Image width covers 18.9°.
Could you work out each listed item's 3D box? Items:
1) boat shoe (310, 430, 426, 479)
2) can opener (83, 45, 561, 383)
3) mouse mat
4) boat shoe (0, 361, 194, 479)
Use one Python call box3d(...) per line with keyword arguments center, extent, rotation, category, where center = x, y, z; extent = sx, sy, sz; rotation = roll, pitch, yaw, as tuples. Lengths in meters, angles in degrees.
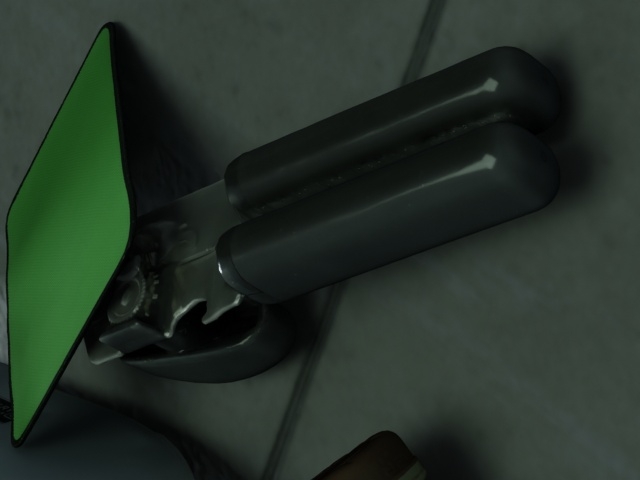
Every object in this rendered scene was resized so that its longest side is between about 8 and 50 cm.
box3d(center=(-0.022, 0.186, 0.889), extent=(0.095, 0.095, 0.257), rotation=(51, 138, 3), category="boat shoe")
box3d(center=(0.000, 0.000, 0.873), extent=(0.283, 0.095, 0.076), rotation=(-20, 52, 37), category="can opener")
box3d(center=(-0.131, -0.006, 0.982), extent=(0.152, 0.007, 0.189), rotation=(-58, 29, 32), category="mouse mat")
box3d(center=(-0.159, 0.145, 1.005), extent=(0.306, 0.113, 0.105), rotation=(16, 115, 49), category="boat shoe")
